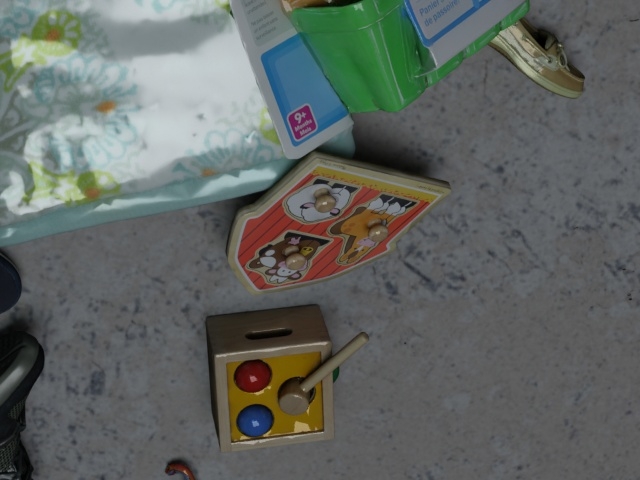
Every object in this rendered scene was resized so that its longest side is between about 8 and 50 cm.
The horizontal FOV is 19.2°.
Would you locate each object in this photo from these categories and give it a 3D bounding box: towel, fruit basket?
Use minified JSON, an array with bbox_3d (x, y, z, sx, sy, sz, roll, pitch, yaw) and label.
[{"bbox_3d":[-0.173,-0.173,1.600,0.374,0.090,0.321,-13,120,-4],"label":"towel"},{"bbox_3d":[0.033,-0.289,1.481,0.327,0.165,0.353,-38,124,-36],"label":"fruit basket"}]

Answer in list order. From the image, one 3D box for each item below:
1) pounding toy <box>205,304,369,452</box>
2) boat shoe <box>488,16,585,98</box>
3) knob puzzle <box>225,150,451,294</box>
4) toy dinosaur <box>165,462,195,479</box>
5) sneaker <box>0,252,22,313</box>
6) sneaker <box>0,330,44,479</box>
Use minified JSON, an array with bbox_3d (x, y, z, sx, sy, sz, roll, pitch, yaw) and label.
[{"bbox_3d":[-0.031,0.127,1.776,0.141,0.100,0.130,-6,119,-7],"label":"pounding toy"},{"bbox_3d":[0.183,-0.182,1.683,0.153,0.056,0.048,36,110,-17],"label":"boat shoe"},{"bbox_3d":[0.000,0.000,1.709,0.213,0.030,0.213,-15,150,-9],"label":"knob puzzle"},{"bbox_3d":[-0.128,0.255,1.872,0.090,0.047,0.082,-12,115,-43],"label":"toy dinosaur"},{"bbox_3d":[-0.314,0.051,1.614,0.226,0.163,0.086,18,101,-50],"label":"sneaker"},{"bbox_3d":[-0.297,0.185,1.767,0.130,0.087,0.227,27,113,-24],"label":"sneaker"}]
